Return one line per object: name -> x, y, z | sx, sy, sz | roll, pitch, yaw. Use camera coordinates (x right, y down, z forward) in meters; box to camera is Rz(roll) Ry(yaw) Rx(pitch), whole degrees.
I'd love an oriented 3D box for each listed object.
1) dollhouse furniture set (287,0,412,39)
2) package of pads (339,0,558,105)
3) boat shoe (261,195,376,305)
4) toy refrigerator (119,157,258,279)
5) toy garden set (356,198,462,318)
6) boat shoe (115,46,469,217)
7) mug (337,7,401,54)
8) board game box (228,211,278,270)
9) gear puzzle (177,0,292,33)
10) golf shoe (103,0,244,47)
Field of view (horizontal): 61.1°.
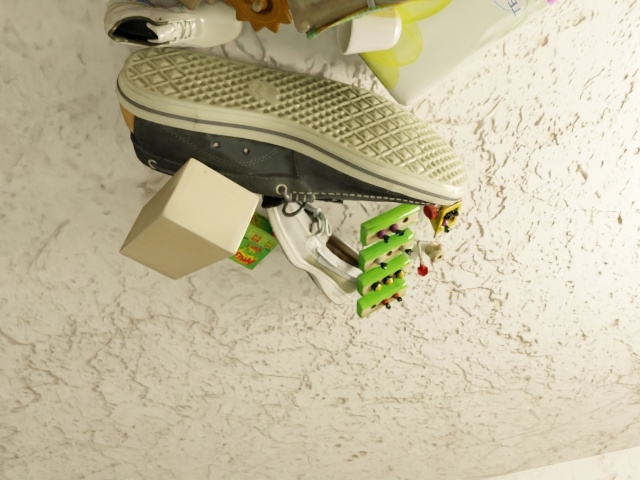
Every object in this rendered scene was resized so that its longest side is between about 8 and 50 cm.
dollhouse furniture set -> 0.033, -0.392, 0.538 | 0.197, 0.151, 0.302 | -10, 124, 17
package of pads -> 0.156, -0.333, 0.662 | 0.296, 0.101, 0.229 | -32, 127, 22
boat shoe -> 0.001, 0.002, 0.948 | 0.103, 0.118, 0.320 | -30, 134, 9
toy refrigerator -> -0.195, -0.021, 0.770 | 0.102, 0.094, 0.269 | 30, 156, -22
toy garden set -> 0.164, 0.031, 0.983 | 0.203, 0.049, 0.244 | -25, 141, -20
boat shoe -> -0.033, -0.131, 0.777 | 0.499, 0.187, 0.156 | 11, 136, -10
mug -> 0.059, -0.251, 0.619 | 0.064, 0.062, 0.078 | -2, 140, -13
board game box -> -0.166, -0.025, 0.943 | 0.181, 0.043, 0.092 | 30, 123, -29
gear puzzle -> -0.162, -0.355, 0.589 | 0.338, 0.044, 0.175 | 32, 149, -22
golf shoe -> -0.184, -0.267, 0.690 | 0.176, 0.086, 0.069 | -4, 131, -6
